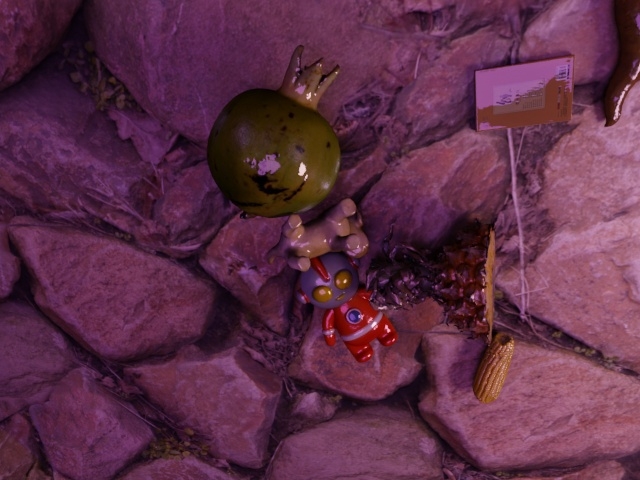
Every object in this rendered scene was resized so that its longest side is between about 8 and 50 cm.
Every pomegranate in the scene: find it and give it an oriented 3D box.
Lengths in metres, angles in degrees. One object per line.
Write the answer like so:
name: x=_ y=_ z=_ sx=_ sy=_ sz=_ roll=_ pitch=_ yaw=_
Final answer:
pomegranate: x=-0.074 y=-0.195 z=0.848 sx=0.260 sy=0.260 sz=0.341 roll=26 pitch=116 yaw=0

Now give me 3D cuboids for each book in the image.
book: x=0.381 y=-0.274 z=0.824 sx=0.172 sy=0.012 sz=0.118 roll=-4 pitch=115 yaw=14

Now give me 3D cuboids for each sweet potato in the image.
sweet potato: x=0.532 y=-0.318 z=0.744 sx=0.069 sy=0.059 sz=0.250 roll=8 pitch=123 yaw=32

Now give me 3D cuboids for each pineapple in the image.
pineapple: x=0.226 y=0.083 z=0.937 sx=0.271 sy=0.262 sz=0.263 roll=1 pitch=116 yaw=25

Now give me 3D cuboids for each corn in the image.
corn: x=0.423 y=0.317 z=1.073 sx=0.067 sy=0.067 sz=0.207 roll=10 pitch=118 yaw=8

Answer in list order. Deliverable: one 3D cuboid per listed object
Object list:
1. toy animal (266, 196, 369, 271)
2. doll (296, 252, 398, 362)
toy animal: x=0.013 y=-0.005 z=0.916 sx=0.168 sy=0.233 sz=0.121 roll=-28 pitch=80 yaw=64
doll: x=0.057 y=0.141 z=1.048 sx=0.199 sy=0.105 sz=0.337 roll=-33 pitch=106 yaw=3
